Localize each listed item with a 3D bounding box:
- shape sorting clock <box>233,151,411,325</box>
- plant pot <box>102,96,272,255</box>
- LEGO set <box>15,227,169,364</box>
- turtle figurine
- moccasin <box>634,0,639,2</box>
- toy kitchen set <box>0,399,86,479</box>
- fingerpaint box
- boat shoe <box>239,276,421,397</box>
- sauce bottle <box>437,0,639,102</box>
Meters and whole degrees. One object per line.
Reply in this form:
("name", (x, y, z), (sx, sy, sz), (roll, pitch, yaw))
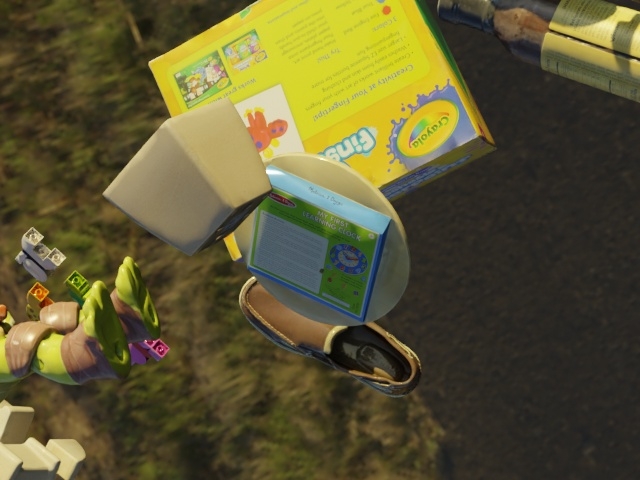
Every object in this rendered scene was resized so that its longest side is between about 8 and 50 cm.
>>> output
("shape sorting clock", (0.000, 0.000, 1.393), (0.206, 0.040, 0.206), (18, 132, 21))
("plant pot", (-0.111, -0.051, 1.217), (0.096, 0.109, 0.109), (50, 122, 5))
("LEGO set", (-0.314, 0.104, 1.664), (0.227, 0.087, 0.093), (43, 136, -6))
("turtle figurine", (-0.220, 0.076, 0.822), (0.269, 0.217, 0.087), (-1, -102, -77))
("moccasin", (0.319, -0.207, 1.046), (0.380, 0.139, 0.147), (22, 119, 22))
("toy kitchen set", (-0.349, 0.215, 1.253), (0.166, 0.207, 0.122), (31, 96, 27))
("fingerpaint box", (0.003, -0.219, 2.173), (0.371, 0.445, 0.163), (65, -165, 11))
("boat shoe", (0.015, 0.114, 1.703), (0.257, 0.095, 0.095), (25, 175, 2))
("sauce bottle", (0.319, -0.268, 1.723), (0.344, 0.111, 0.111), (24, 136, 20))
